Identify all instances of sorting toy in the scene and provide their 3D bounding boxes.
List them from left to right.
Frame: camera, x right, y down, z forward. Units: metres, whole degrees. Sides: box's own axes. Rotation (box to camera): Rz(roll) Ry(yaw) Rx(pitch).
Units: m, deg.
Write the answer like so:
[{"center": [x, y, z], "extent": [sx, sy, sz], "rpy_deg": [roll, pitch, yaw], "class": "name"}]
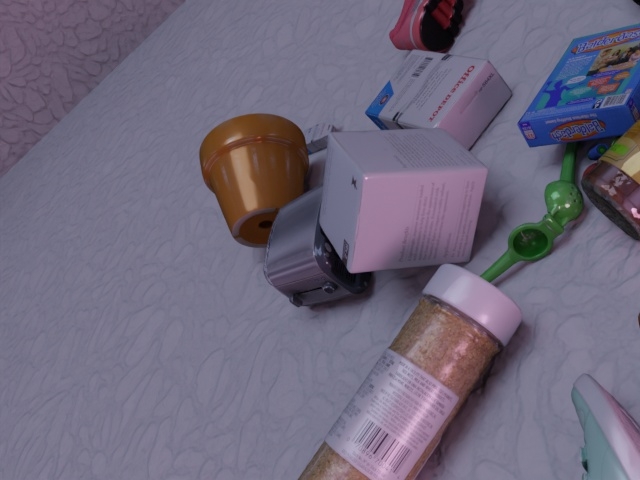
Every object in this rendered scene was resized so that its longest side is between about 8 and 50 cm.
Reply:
[{"center": [0.372, -0.097, 1.009], "extent": [0.102, 0.061, 0.042], "rpy_deg": [-44, -2, -5], "class": "sorting toy"}]

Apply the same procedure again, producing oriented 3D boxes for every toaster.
[{"center": [0.000, 0.000, 1.263], "extent": [0.146, 0.129, 0.227], "rpy_deg": [-23, 43, 37], "class": "toaster"}]

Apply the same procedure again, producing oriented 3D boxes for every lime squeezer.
[{"center": [0.278, -0.028, 1.035], "extent": [0.310, 0.059, 0.110], "rpy_deg": [-54, 34, -5], "class": "lime squeezer"}]

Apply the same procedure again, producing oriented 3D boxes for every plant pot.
[{"center": [-0.112, -0.097, 1.447], "extent": [0.205, 0.205, 0.187], "rpy_deg": [-31, 54, 26], "class": "plant pot"}]

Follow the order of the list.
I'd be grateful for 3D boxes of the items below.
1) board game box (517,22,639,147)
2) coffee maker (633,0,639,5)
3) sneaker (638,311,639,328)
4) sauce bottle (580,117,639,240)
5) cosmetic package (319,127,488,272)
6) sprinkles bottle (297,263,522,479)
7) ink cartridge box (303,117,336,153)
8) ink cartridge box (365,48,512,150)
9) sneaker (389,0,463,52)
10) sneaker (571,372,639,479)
[{"center": [0.385, -0.216, 1.064], "extent": [0.160, 0.047, 0.210], "rpy_deg": [-2, 42, 49], "class": "board game box"}, {"center": [0.503, -0.451, 1.160], "extent": [0.171, 0.120, 0.178], "rpy_deg": [-15, 43, 8], "class": "coffee maker"}, {"center": [0.370, 0.160, 0.687], "extent": [0.106, 0.123, 0.290], "rpy_deg": [-40, 36, 10], "class": "sneaker"}, {"center": [0.460, -0.153, 0.904], "extent": [0.344, 0.111, 0.111], "rpy_deg": [-45, 34, 4], "class": "sauce bottle"}, {"center": [0.110, -0.061, 1.102], "extent": [0.151, 0.184, 0.151], "rpy_deg": [-120, 31, -55], "class": "cosmetic package"}, {"center": [0.101, 0.201, 0.953], "extent": [0.355, 0.121, 0.121], "rpy_deg": [-54, 34, -7], "class": "sprinkles bottle"}, {"center": [0.000, -0.207, 1.554], "extent": [0.083, 0.028, 0.048], "rpy_deg": [-17, 46, 40], "class": "ink cartridge box"}, {"center": [0.192, -0.230, 1.303], "extent": [0.148, 0.086, 0.203], "rpy_deg": [-52, 34, -4], "class": "ink cartridge box"}, {"center": [0.225, -0.494, 1.501], "extent": [0.136, 0.116, 0.313], "rpy_deg": [9, 64, 54], "class": "sneaker"}, {"center": [0.257, 0.253, 0.751], "extent": [0.151, 0.094, 0.255], "rpy_deg": [-38, 34, 22], "class": "sneaker"}]
